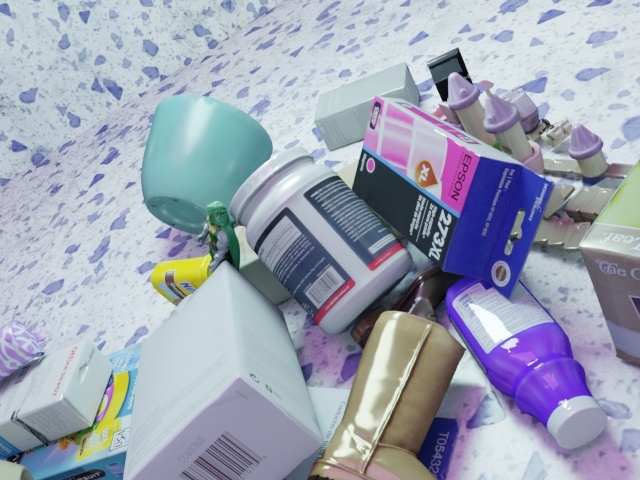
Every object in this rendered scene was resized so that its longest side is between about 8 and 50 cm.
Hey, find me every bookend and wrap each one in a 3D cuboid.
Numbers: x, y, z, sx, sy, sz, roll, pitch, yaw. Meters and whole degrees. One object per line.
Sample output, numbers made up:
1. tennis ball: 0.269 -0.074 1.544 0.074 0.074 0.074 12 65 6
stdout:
1. bookend: 0.285 -0.280 1.355 0.072 0.157 0.156 -23 34 16

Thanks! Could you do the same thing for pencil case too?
1. pencil case: -0.611 0.228 1.226 0.206 0.086 0.088 -33 -3 0

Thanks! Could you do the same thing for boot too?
1. boot: 0.165 0.123 1.045 0.219 0.082 0.106 -34 55 -9
2. boot: 0.134 0.230 0.857 0.236 0.089 0.270 21 49 16

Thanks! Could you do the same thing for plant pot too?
1. plant pot: -0.280 -0.155 1.563 0.292 0.293 0.235 -5 59 35

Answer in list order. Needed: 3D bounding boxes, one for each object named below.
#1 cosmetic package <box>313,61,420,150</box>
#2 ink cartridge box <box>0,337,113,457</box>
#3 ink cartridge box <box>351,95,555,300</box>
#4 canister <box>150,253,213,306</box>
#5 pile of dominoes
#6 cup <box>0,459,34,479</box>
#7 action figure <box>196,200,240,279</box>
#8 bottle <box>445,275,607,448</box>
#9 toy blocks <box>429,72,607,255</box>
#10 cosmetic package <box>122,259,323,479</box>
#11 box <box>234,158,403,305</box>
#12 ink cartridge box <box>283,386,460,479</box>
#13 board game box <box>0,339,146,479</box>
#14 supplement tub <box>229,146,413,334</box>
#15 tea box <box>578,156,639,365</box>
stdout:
1. cosmetic package: 0.112 -0.319 1.598 0.237 0.107 0.127 -13 38 23
2. ink cartridge box: -0.490 0.282 1.202 0.203 0.086 0.148 -22 33 17
3. ink cartridge box: 0.173 -0.078 1.000 0.069 0.176 0.371 -1 27 -31
4. canister: -0.245 0.086 1.357 0.169 0.126 0.073 -7 50 36
5. pile of dominoes: 0.391 -0.056 1.116 0.196 0.040 0.251 -44 27 -16
6. cup: -0.559 0.460 1.020 0.236 0.331 0.331 -13 31 -15
7. action figure: -0.174 0.014 1.161 0.063 0.232 0.137 -15 52 -17
8. bottle: 0.268 0.146 0.890 0.118 0.092 0.283 -26 34 -1
9. toy blocks: 0.275 -0.185 1.121 0.309 0.260 0.288 -38 27 -5
10. cosmetic package: -0.150 0.210 0.980 0.217 0.156 0.385 -44 20 8
11. box: -0.006 -0.016 1.292 0.311 0.121 0.148 -29 35 6
12. ink cartridge box: -0.012 0.346 0.893 0.329 0.071 0.324 -7 41 36
13. board game box: -0.427 0.336 1.233 0.335 0.079 0.254 -22 35 16
14. supplement tub: 0.000 0.000 1.101 0.191 0.272 0.191 -40 -11 -9
15. tea box: 0.532 0.002 0.743 0.323 0.220 0.329 -46 36 -20
